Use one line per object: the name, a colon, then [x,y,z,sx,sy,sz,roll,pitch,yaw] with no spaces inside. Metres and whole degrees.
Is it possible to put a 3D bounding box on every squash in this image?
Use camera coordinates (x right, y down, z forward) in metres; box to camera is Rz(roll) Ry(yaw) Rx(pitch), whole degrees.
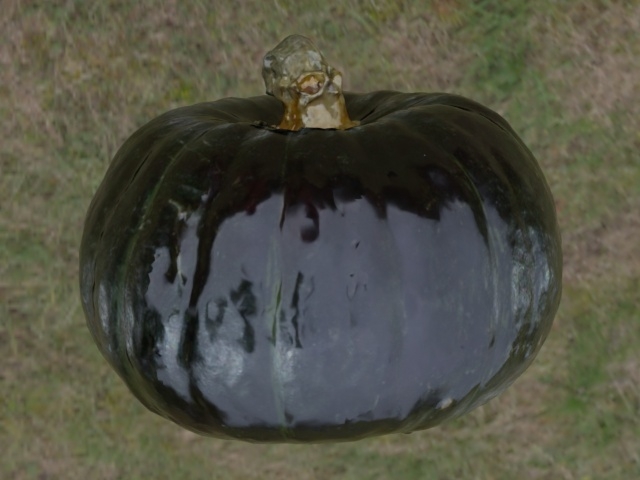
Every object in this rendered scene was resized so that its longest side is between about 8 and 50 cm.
squash: [0.001,0.006,0.575,0.193,0.193,0.156,12,114,-20]
